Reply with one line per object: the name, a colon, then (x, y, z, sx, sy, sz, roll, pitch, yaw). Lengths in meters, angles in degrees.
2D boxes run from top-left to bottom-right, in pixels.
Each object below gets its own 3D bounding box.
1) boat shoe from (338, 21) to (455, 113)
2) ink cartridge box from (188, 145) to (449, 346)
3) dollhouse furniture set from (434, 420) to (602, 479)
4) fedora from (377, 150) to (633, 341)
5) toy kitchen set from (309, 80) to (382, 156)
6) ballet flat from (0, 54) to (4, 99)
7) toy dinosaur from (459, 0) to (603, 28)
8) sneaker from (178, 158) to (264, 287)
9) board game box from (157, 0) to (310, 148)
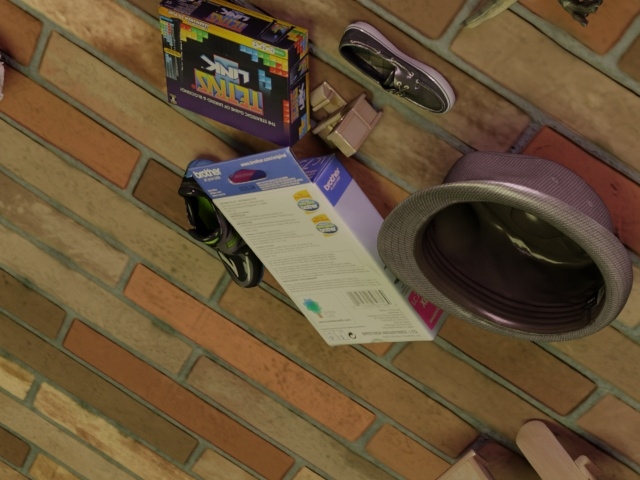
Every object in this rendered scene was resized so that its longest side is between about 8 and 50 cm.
boat shoe: (0.079, -0.176, 1.588, 0.142, 0.040, 0.049, 36, 139, -4)
ink cartridge box: (0.000, 0.000, 1.770, 0.185, 0.065, 0.311, -7, 131, 47)
dollhouse furniture set: (0.289, 0.421, 2.003, 0.303, 0.174, 0.355, -41, 140, 8)
fedora: (0.210, -0.011, 1.604, 0.275, 0.124, 0.244, 25, 142, -5)
toy kitchen set: (0.007, -0.129, 1.653, 0.068, 0.075, 0.083, 46, 138, -13)
ballet flat: (-0.575, -0.267, 1.845, 0.409, 0.147, 0.147, 35, 139, -2)
toy dinosaur: (0.224, -0.272, 1.393, 0.118, 0.064, 0.268, 33, 142, 10)
sneaker: (-0.129, -0.012, 1.850, 0.067, 0.078, 0.188, -1, 130, 33)
board game box: (-0.095, -0.193, 1.660, 0.170, 0.048, 0.141, 22, 137, 22)
